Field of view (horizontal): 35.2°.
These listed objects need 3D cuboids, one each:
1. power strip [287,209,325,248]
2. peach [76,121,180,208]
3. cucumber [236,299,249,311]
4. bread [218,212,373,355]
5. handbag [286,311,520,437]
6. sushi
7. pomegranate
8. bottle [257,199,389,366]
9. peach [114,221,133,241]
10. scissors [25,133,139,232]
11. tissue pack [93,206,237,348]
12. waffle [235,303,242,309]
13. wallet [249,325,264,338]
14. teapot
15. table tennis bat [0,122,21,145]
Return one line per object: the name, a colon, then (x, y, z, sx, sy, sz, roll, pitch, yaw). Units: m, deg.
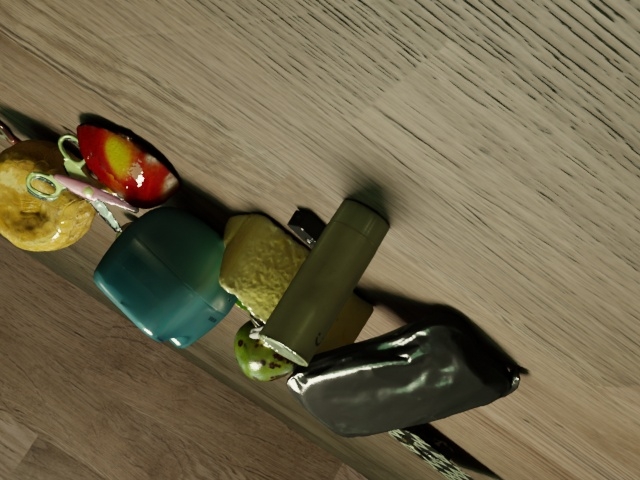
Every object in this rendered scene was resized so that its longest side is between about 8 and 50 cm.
power strip: (0.000, 0.000, 1.407, 0.038, 0.029, 0.111, 12, 155, 51)
peach: (-0.325, -0.110, 1.634, 0.189, 0.068, 0.279, 36, 164, -6)
cucumber: (-0.109, 0.115, 1.917, 0.056, 0.056, 0.250, 41, 163, -28)
bread: (-0.041, 0.072, 1.580, 0.266, 0.178, 0.142, 37, 132, -26)
handbag: (0.120, 0.207, 1.514, 0.332, 0.075, 0.191, -24, 124, 31)
sushi: (0.263, 0.479, 2.313, 0.279, 0.043, 0.192, 39, 163, -23)
pomegranate: (-0.105, 0.204, 2.056, 0.148, 0.148, 0.169, 29, 132, 12)
bottle: (0.006, 0.051, 1.232, 0.072, 0.201, 0.072, 30, 165, 9)
peach: (-0.374, 0.003, 2.038, 0.083, 0.083, 0.083, 30, 164, 9)
scissors: (-0.405, -0.087, 1.748, 0.187, 0.133, 0.020, 38, -166, -18)
tissue pack: (-0.238, 0.054, 1.696, 0.198, 0.206, 0.287, 42, 174, 11)
waffle: (-0.160, 0.121, 2.054, 0.085, 0.016, 0.078, 31, -167, -48)
wallet: (-0.058, 0.158, 1.878, 0.124, 0.032, 0.183, -9, 175, -18)
teapot: (-0.510, -0.091, 1.865, 0.311, 0.203, 0.167, 3, -161, 19)
table tennis bat: (-0.626, -0.215, 1.984, 0.154, 0.019, 0.098, 41, 162, -19)
